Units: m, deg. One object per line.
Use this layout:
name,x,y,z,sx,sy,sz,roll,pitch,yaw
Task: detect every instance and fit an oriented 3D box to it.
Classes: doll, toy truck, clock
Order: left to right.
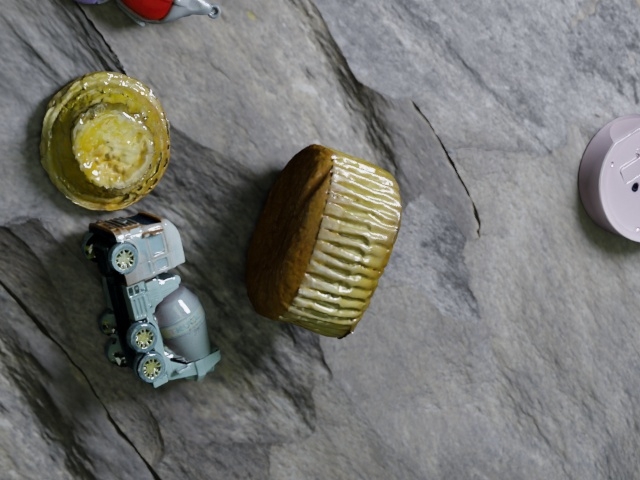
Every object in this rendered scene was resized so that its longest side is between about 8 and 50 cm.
doll,-0.239,-0.335,1.706,0.227,0.075,0.102,15,110,-13
toy truck,-0.227,0.085,1.787,0.140,0.108,0.257,-20,110,-29
clock,0.506,-0.098,2.040,0.196,0.068,0.197,-4,102,-20

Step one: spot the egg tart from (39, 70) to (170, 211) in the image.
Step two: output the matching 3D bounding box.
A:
egg tart,-0.282,-0.129,1.737,0.191,0.074,0.191,-5,105,-21

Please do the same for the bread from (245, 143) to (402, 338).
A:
bread,0.000,0.000,1.784,0.142,0.227,0.254,15,102,-20
